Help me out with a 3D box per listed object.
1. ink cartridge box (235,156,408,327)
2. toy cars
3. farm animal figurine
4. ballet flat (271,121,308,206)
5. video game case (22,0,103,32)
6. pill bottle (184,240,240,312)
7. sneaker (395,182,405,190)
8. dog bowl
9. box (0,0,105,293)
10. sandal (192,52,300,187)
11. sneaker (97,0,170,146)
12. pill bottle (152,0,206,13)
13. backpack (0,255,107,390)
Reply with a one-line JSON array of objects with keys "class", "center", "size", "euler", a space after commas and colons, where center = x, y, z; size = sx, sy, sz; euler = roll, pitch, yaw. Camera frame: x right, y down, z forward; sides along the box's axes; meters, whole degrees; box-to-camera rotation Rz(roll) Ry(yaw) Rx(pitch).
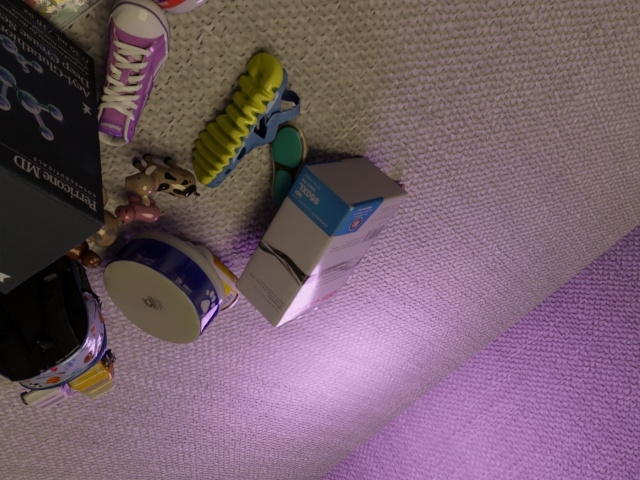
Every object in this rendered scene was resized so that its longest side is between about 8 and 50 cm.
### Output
[{"class": "ink cartridge box", "center": [0.000, 0.000, 1.506], "size": [0.286, 0.166, 0.394], "euler": [-17, 145, -55]}, {"class": "toy cars", "center": [-0.606, 0.358, 1.469], "size": [0.394, 0.087, 0.176], "euler": [-25, -178, 35]}, {"class": "farm animal figurine", "center": [-0.426, -0.088, 1.164], "size": [0.330, 0.172, 0.326], "euler": [-39, 136, -7]}, {"class": "ballet flat", "center": [-0.071, -0.186, 1.404], "size": [0.086, 0.086, 0.248], "euler": [-11, 141, -24]}, {"class": "video game case", "center": [-0.449, -0.417, 0.941], "size": [0.201, 0.023, 0.183], "euler": [-35, 141, 4]}, {"class": "pill bottle", "center": [-0.296, 0.090, 1.512], "size": [0.117, 0.117, 0.215], "euler": [-33, 141, 2]}, {"class": "sneaker", "center": [0.190, -0.117, 1.685], "size": [0.057, 0.047, 0.119], "euler": [15, 125, -17]}, {"class": "dog bowl", "center": [-0.359, 0.112, 1.376], "size": [0.264, 0.265, 0.104], "euler": [98, 18, -44]}, {"class": "box", "center": [-0.497, -0.178, 0.845], "size": [0.212, 0.395, 0.293], "euler": [-30, 144, 16]}, {"class": "sandal", "center": [-0.149, -0.232, 1.267], "size": [0.317, 0.126, 0.138], "euler": [-47, 143, 20]}, {"class": "sneaker", "center": [-0.323, -0.262, 1.006], "size": [0.102, 0.161, 0.282], "euler": [14, 149, -15]}, {"class": "pill bottle", "center": [-0.286, -0.483, 0.852], "size": [0.181, 0.181, 0.323], "euler": [-46, 139, 17]}, {"class": "backpack", "center": [-0.597, 0.187, 1.297], "size": [0.277, 0.263, 0.213], "euler": [-29, 148, -5]}]
